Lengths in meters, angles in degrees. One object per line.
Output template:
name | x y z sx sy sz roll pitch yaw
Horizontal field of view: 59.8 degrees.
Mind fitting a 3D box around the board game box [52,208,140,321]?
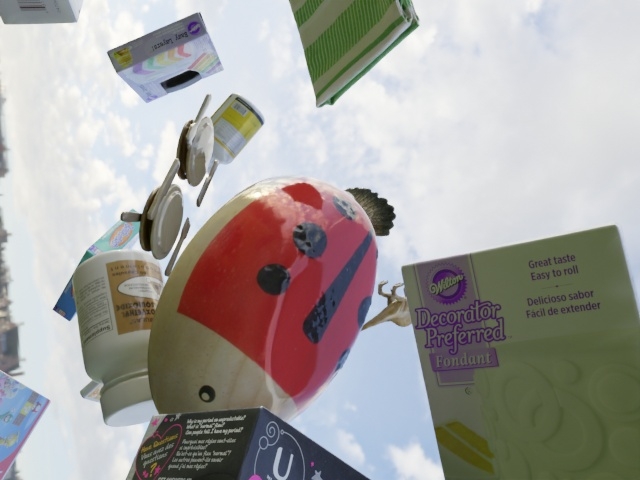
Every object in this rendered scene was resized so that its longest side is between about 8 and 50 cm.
board game box | -0.444 0.050 1.127 0.047 0.160 0.210 38 -54 -8

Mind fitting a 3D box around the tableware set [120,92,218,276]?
tableware set | -0.170 -0.068 0.645 0.128 0.039 0.194 98 6 -56

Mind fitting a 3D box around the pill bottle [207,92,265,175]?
pill bottle | -0.220 -0.240 1.278 0.184 0.103 0.103 -51 -141 -9

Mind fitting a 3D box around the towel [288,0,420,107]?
towel | 0.028 -0.415 0.920 0.248 0.038 0.325 -33 -114 47

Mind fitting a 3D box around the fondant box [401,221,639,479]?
fondant box | 0.245 0.164 0.630 0.238 0.096 0.330 -14 -95 30

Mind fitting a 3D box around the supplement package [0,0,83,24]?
supplement package | -0.403 -0.407 0.799 0.105 0.105 0.179 93 -8 -55

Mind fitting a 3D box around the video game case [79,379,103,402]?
video game case | -0.446 0.324 1.386 0.026 0.227 0.206 45 -7 28

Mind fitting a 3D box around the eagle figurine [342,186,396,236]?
eagle figurine | 0.009 0.003 1.300 0.298 0.225 0.226 -33 -116 44

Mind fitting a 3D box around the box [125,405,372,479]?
box | -0.054 0.277 0.540 0.163 0.247 0.142 -16 -138 36

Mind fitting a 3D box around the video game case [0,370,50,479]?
video game case | -0.609 0.323 0.962 0.025 0.204 0.285 13 -30 19

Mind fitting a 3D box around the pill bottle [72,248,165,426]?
pill bottle | -0.277 0.139 0.806 0.131 0.131 0.229 -52 -130 45

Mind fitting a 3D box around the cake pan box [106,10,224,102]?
cake pan box | -0.389 -0.464 1.443 0.267 0.245 0.070 130 -63 -86

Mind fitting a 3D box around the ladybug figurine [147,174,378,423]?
ladybug figurine | -0.046 0.083 0.790 0.162 0.449 0.305 -2 -43 43

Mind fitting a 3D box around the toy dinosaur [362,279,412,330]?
toy dinosaur | 0.140 0.120 1.024 0.053 0.183 0.092 -155 -132 -70
